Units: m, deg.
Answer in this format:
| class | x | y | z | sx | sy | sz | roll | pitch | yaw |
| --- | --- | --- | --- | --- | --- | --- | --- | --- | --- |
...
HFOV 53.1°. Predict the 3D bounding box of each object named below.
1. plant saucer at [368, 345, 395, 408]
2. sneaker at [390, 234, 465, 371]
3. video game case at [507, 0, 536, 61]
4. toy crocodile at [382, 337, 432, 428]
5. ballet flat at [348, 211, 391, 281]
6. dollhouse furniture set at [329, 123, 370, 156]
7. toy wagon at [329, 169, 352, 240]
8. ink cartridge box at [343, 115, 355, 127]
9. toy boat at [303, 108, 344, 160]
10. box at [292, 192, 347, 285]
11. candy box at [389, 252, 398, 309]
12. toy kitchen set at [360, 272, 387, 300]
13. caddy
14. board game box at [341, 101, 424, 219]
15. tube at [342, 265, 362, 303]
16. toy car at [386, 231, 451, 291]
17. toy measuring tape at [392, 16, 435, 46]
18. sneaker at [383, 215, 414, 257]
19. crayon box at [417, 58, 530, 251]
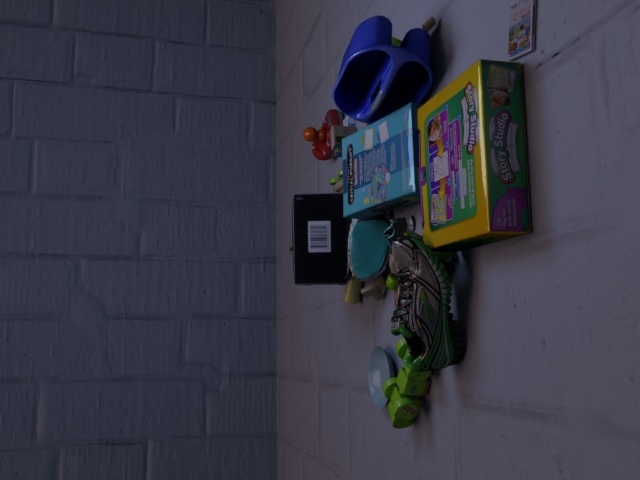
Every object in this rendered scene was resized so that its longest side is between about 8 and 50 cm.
| class | x | y | z | sx | sy | sz | roll | pitch | yaw |
| --- | --- | --- | --- | --- | --- | --- | --- | --- | --- |
| plant saucer | 0.197 | 0.425 | 1.997 | 0.195 | 0.038 | 0.194 | -177 | 90 | -75 |
| sneaker | 0.232 | 0.153 | 1.521 | 0.134 | 0.146 | 0.343 | -5 | 102 | 69 |
| video game case | 0.416 | -0.442 | 1.325 | 0.087 | 0.011 | 0.121 | -175 | 87 | -74 |
| toy crocodile | 0.248 | 0.371 | 1.718 | 0.115 | 0.105 | 0.340 | -115 | 35 | -60 |
| ballet flat | 0.168 | -0.069 | 2.052 | 0.147 | 0.147 | 0.408 | 157 | 117 | -74 |
| dollhouse furniture set | 0.112 | -0.332 | 2.116 | 0.129 | 0.184 | 0.128 | 122 | 147 | -62 |
| toy wagon | 0.075 | -0.113 | 2.464 | 0.344 | 0.068 | 0.267 | 148 | 123 | -73 |
| ink cartridge box | 0.107 | -0.447 | 2.451 | 0.083 | 0.028 | 0.048 | 127 | 143 | -66 |
| toy boat | 0.003 | -0.427 | 2.603 | 0.231 | 0.151 | 0.150 | 117 | 151 | -58 |
| box | 0.000 | 0.000 | 2.166 | 0.294 | 0.183 | 0.296 | 40 | -131 | -87 |
| candy box | 0.246 | 0.112 | 1.820 | 0.109 | 0.053 | 0.186 | 126 | 144 | -65 |
| toy kitchen set | 0.176 | 0.144 | 2.063 | 0.068 | 0.083 | 0.075 | 49 | -161 | -41 |
| caddy | 0.172 | -0.449 | 1.776 | 0.341 | 0.242 | 0.179 | 123 | 160 | -64 |
| board game box | 0.188 | -0.218 | 1.850 | 0.336 | 0.079 | 0.253 | -17 | 70 | 56 |
| tube | 0.126 | 0.104 | 2.271 | 0.070 | 0.062 | 0.240 | 18 | 103 | 38 |
| toy car | 0.265 | 0.041 | 1.691 | 0.188 | 0.149 | 0.155 | -56 | -14 | -63 |
| toy measuring tape | 0.221 | -0.565 | 1.857 | 0.330 | 0.122 | 0.121 | 132 | 137 | -69 |
| sneaker | 0.218 | -0.011 | 1.894 | 0.065 | 0.076 | 0.166 | -102 | 20 | -45 |
| crayon box | 0.331 | -0.171 | 1.432 | 0.313 | 0.106 | 0.362 | 154 | 116 | -72 |
